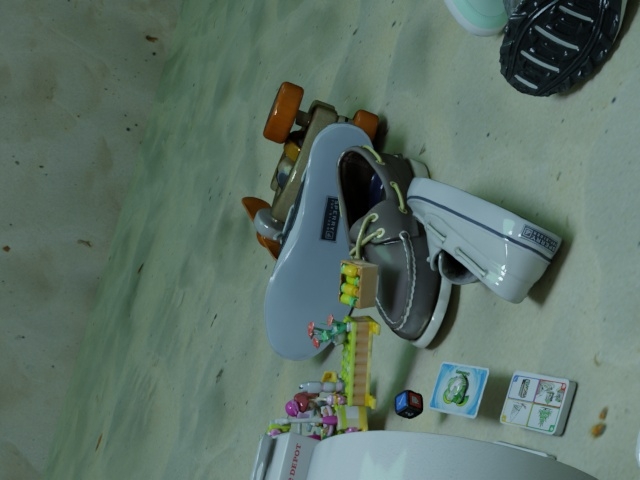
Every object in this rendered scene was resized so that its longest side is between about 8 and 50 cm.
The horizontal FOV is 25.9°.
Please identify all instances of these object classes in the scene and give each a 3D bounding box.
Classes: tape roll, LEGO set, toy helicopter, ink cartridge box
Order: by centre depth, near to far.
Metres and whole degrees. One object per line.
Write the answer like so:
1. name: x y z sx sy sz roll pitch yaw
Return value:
1. tape roll: 0.094 0.259 1.023 0.246 0.246 0.169 -34 38 60
2. LEGO set: 0.140 0.208 1.289 0.244 0.060 0.182 2 72 58
3. ink cartridge box: -0.013 0.263 1.472 0.090 0.143 0.092 -29 44 63
4. LEGO set: -0.006 0.151 1.519 0.287 0.107 0.132 103 162 -44
5. toy helicopter: -0.037 -0.086 1.984 0.355 0.140 0.235 -159 88 -84

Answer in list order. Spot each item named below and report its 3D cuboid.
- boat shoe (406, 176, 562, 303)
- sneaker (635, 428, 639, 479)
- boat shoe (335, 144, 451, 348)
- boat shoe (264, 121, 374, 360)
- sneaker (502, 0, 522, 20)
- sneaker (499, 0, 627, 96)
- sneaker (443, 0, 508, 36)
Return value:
1. boat shoe: 0.148 0.002 1.396 0.088 0.096 0.267 -64 27 2
2. sneaker: 0.281 0.106 0.912 0.115 0.090 0.232 -24 49 60
3. boat shoe: 0.076 -0.002 1.580 0.116 0.097 0.324 -58 21 30
4. boat shoe: -0.004 -0.001 1.774 0.105 0.113 0.306 -124 42 -85
5. sneaker: 0.258 -0.338 1.427 0.111 0.129 0.297 -96 14 -49
6. sneaker: 0.266 -0.262 1.365 0.271 0.100 0.108 -63 -3 23
7. sneaker: 0.190 -0.359 1.546 0.151 0.094 0.255 -171 76 -74
